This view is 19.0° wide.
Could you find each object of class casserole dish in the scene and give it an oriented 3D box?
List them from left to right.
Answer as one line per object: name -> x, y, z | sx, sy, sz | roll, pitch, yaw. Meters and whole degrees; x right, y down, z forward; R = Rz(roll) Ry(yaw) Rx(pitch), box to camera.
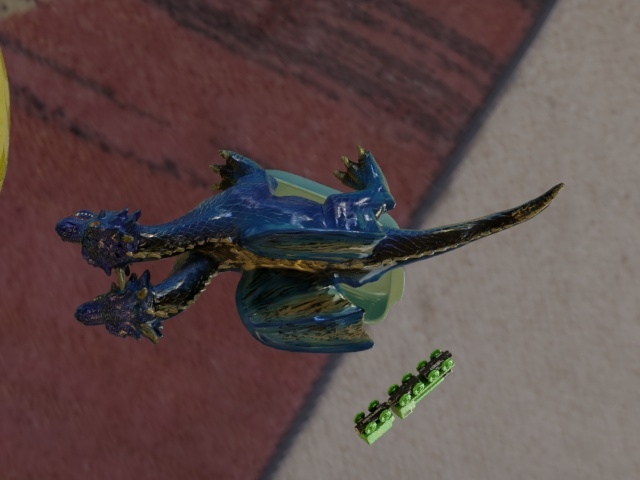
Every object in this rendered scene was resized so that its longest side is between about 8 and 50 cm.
casserole dish -> 0.000, 0.000, 1.658 | 0.037, 0.188, 0.114 | -38, 141, -45

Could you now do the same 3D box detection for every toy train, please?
toy train -> 0.056, 0.102, 1.249 | 0.083, 0.017, 0.023 | -38, 140, -16

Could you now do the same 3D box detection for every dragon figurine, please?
dragon figurine -> -0.005, 0.011, 1.114 | 0.289, 0.144, 0.085 | 6, 119, 2

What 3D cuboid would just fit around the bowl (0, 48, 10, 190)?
bowl -> -0.271, -0.063, 1.077 | 0.156, 0.289, 0.289 | 3, 114, -59
